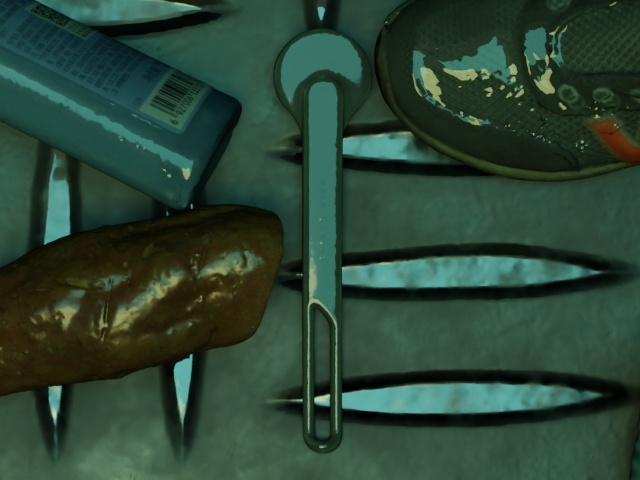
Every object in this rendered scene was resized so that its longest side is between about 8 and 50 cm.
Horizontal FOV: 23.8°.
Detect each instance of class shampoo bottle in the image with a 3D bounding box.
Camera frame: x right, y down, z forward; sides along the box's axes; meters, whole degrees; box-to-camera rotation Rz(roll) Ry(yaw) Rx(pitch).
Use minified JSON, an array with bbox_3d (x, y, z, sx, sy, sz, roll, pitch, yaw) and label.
[{"bbox_3d":[-0.178,-0.107,0.919,0.258,0.104,0.061,27,121,-1],"label":"shampoo bottle"}]

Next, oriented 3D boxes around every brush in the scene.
[{"bbox_3d":[0.000,0.000,0.960,0.062,0.027,0.266,1,89,-3],"label":"brush"}]

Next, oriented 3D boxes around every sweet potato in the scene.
[{"bbox_3d":[-0.137,0.045,0.913,0.251,0.097,0.097,-18,87,-1],"label":"sweet potato"}]

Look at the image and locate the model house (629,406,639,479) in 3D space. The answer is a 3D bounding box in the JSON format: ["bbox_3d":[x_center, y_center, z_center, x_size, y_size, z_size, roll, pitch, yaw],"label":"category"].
[{"bbox_3d":[0.327,0.159,0.864,0.261,0.226,0.241,-1,84,-6],"label":"model house"}]

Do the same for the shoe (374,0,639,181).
[{"bbox_3d":[0.205,-0.111,0.904,0.336,0.171,0.132,-2,86,-4],"label":"shoe"}]
